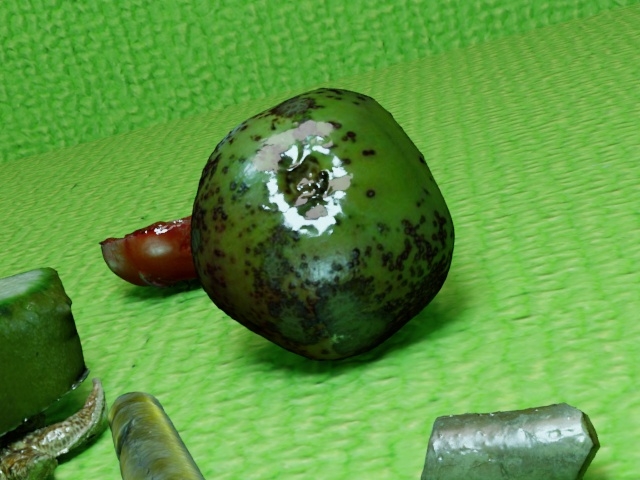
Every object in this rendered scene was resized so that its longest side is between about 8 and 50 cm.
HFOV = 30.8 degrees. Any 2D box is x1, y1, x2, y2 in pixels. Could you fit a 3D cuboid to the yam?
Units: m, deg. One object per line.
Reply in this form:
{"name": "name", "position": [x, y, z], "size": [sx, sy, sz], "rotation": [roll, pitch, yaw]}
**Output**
{"name": "yam", "position": [0.138, 0.162, 0.875], "size": [0.147, 0.069, 0.069], "rotation": [-9, 18, 20]}

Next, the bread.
{"name": "bread", "position": [-0.422, 0.144, 1.180], "size": [0.366, 0.129, 0.382], "rotation": [-21, 13, -13]}

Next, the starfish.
{"name": "starfish", "position": [-0.315, 0.208, 1.142], "size": [0.236, 0.062, 0.277], "rotation": [-23, 15, -16]}

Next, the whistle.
{"name": "whistle", "position": [-0.134, 0.189, 0.971], "size": [0.068, 0.057, 0.326], "rotation": [-2, 6, -15]}

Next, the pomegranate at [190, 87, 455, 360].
{"name": "pomegranate", "position": [0.000, 0.000, 1.260], "size": [0.285, 0.284, 0.340], "rotation": [-16, -16, -2]}

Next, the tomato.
{"name": "tomato", "position": [-0.182, 0.012, 1.593], "size": [0.228, 0.101, 0.228], "rotation": [-15, 8, 2]}
